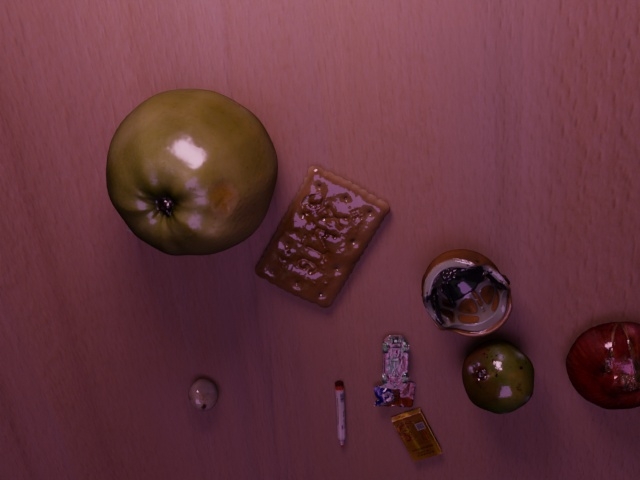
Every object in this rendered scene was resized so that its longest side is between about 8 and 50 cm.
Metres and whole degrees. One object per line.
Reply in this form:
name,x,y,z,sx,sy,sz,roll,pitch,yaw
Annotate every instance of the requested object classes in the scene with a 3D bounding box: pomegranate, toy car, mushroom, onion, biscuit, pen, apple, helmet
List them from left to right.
apple,-0.263,-0.140,1.318,0.357,0.357,0.357,2,115,4
mushroom,-0.319,0.415,1.717,0.085,0.085,0.079,45,139,-15
biscuit,0.000,0.000,1.510,0.217,0.044,0.325,28,114,-7
pen,0.055,0.473,1.733,0.026,0.026,0.218,-1,115,5
toy car,0.188,0.307,1.629,0.069,0.055,0.142,-2,104,-4
helmet,0.331,0.107,1.484,0.198,0.130,0.224,-35,118,22
pomegranate,0.450,0.338,1.573,0.210,0.180,0.180,24,118,-37
onion,0.722,0.310,1.540,0.248,0.161,0.248,8,136,7

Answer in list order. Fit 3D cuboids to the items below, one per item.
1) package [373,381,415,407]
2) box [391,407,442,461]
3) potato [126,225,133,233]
package,0.193,0.408,1.688,0.111,0.033,0.077,-3,92,-9
box,0.262,0.529,1.742,0.089,0.022,0.156,-25,110,14
potato,-0.389,-0.040,1.501,0.122,0.086,0.061,20,125,-2
